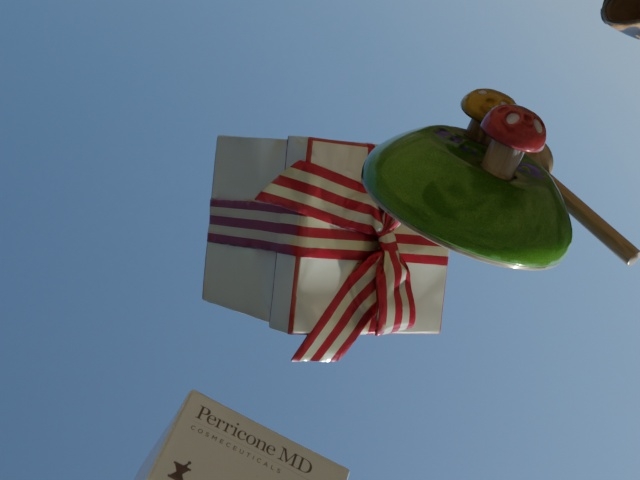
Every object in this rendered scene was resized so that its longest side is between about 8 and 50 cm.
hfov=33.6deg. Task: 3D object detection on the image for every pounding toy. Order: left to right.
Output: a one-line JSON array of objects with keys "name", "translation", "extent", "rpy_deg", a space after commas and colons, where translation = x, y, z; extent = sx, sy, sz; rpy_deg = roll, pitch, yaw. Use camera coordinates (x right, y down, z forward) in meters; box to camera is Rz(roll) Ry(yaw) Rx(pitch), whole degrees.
[{"name": "pounding toy", "translation": [0.156, -0.068, 0.874], "extent": [0.236, 0.110, 0.183], "rpy_deg": [1, -149, -39]}]

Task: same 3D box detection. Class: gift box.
[{"name": "gift box", "translation": [0.000, 0.000, 1.289], "extent": [0.276, 0.255, 0.258], "rpy_deg": [-3, -172, -35]}]

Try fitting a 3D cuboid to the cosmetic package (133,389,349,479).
[{"name": "cosmetic package", "translation": [-0.092, 0.252, 0.838], "extent": [0.151, 0.151, 0.184], "rpy_deg": [28, -135, -6]}]

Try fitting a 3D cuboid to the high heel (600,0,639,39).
[{"name": "high heel", "translation": [0.311, -0.203, 0.697], "extent": [0.186, 0.261, 0.093], "rpy_deg": [-19, -97, -17]}]
